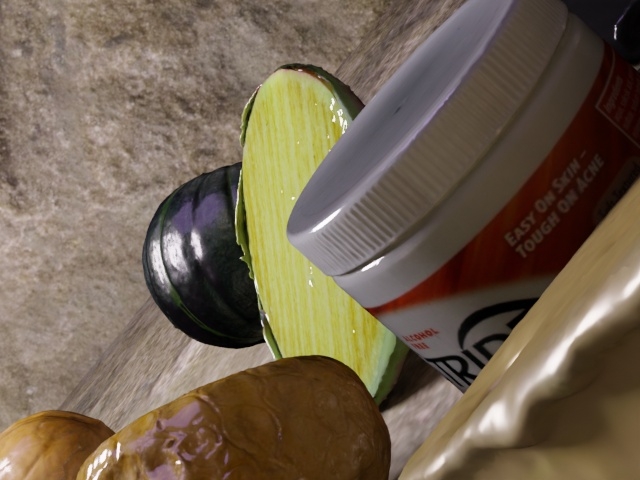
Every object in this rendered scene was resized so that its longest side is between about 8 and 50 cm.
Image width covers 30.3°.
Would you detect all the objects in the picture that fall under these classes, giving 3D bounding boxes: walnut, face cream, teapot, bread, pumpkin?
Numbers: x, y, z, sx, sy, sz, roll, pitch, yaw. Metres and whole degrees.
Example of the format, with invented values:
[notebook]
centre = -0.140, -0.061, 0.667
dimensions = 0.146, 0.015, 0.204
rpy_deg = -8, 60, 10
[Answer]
[walnut]
centre = -0.317, 0.297, 1.359
dimensions = 0.222, 0.195, 0.195
rpy_deg = -52, 10, 5
[face cream]
centre = 0.112, -0.017, 0.668
dimensions = 0.201, 0.187, 0.201
rpy_deg = -47, 11, 12
[teapot]
centre = -0.040, 0.182, 0.745
dimensions = 0.203, 0.167, 0.311
rpy_deg = -24, -13, -10
[bread]
centre = -0.002, 0.003, 0.978
dimensions = 0.045, 0.302, 0.301
rpy_deg = -9, -8, -25
[pumpkin]
centre = -0.057, 0.019, 1.232
dimensions = 0.249, 0.216, 0.250
rpy_deg = -30, -6, -4

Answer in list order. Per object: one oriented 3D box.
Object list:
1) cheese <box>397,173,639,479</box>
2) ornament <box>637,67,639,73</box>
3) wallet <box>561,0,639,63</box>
[cheese]
centre = 0.181, -0.023, 0.392
dimensions = 0.384, 0.104, 0.384
rpy_deg = -49, -8, -9
[ornament]
centre = 0.164, -0.076, 0.843
dimensions = 0.196, 0.153, 0.166
rpy_deg = -35, 15, 20
[wallet]
centre = 0.267, -0.237, 1.160
dimensions = 0.228, 0.062, 0.406
rpy_deg = -51, 11, -10
